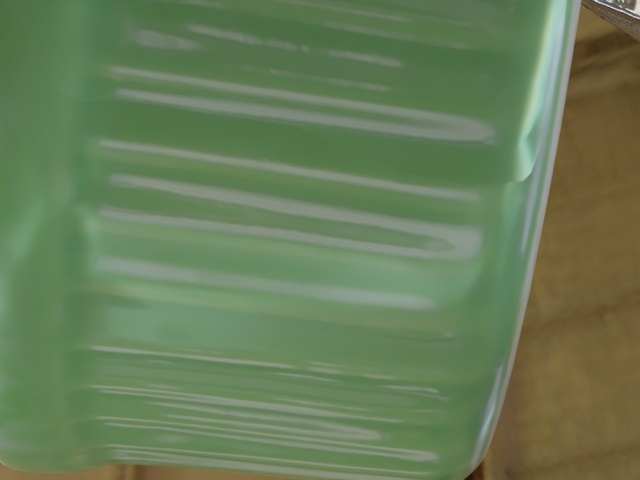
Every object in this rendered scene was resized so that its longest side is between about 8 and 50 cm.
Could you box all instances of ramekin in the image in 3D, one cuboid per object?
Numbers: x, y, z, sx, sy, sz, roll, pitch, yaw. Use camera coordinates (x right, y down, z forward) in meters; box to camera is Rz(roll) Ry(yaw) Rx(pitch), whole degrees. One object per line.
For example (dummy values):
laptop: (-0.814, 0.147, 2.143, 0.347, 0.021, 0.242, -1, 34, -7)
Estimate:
ramekin: (-0.001, -0.064, 0.544, 0.148, 0.303, 0.303, 9, -125, 3)

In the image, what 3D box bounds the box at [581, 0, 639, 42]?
box: (0.352, -0.237, 1.141, 0.296, 0.183, 0.294, -59, -159, 7)
